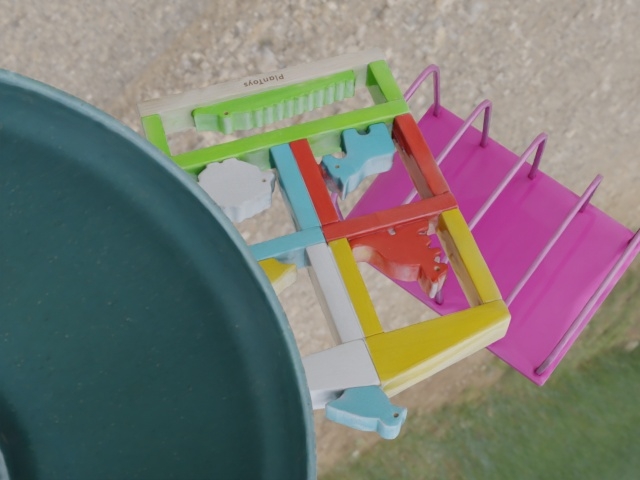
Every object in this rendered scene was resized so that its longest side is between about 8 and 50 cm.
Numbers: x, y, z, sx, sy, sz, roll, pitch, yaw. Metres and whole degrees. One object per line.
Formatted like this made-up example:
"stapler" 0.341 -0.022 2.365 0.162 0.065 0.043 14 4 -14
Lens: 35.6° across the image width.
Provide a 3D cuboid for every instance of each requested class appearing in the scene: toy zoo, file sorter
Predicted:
"toy zoo" 0.000 0.000 0.676 0.192 0.293 0.030 -16 149 -10
"file sorter" 0.179 -0.019 1.064 0.202 0.291 0.182 -53 166 -6

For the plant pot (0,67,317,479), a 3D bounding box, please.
"plant pot" -0.176 0.097 0.430 0.293 0.293 0.196 -13 165 -46
